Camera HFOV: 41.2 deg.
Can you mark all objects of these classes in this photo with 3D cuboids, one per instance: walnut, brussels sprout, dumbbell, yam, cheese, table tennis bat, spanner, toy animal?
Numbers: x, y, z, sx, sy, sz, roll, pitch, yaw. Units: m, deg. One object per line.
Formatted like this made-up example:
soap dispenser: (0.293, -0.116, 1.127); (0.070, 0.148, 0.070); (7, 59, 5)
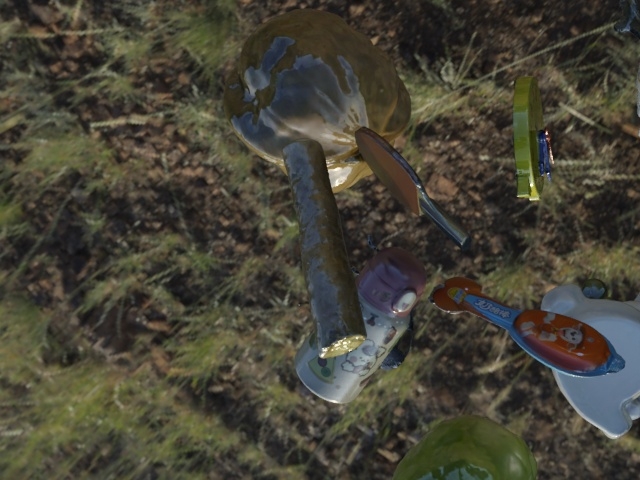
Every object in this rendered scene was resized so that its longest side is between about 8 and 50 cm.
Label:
walnut: (-0.007, -0.292, 1.734); (0.383, 0.383, 0.384); (19, 131, 23)
brussels sprout: (0.262, 0.451, 1.536); (0.243, 0.316, 0.274); (48, 129, 7)
dumbbell: (0.529, 0.114, 1.614); (0.046, 0.052, 0.118); (24, 170, 38)
yam: (0.000, 0.000, 1.072); (0.066, 0.066, 0.300); (-43, 50, 46)
cheese: (0.262, 0.108, 1.086); (0.256, 0.106, 0.037); (25, 127, 22)
table tennis bat: (0.118, -0.069, 1.122); (0.220, 0.019, 0.130); (47, 172, 25)
spanner: (0.461, -0.256, 1.147); (0.015, 0.254, 0.054); (3, 130, -18)
toy animal: (0.502, 0.164, 1.436); (0.196, 0.367, 0.241); (-45, 71, 25)

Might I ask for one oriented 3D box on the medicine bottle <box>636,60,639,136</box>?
medicine bottle: (0.564, -0.260, 1.439); (0.061, 0.092, 0.221); (11, 162, 18)

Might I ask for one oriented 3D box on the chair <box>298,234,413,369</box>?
chair: (0.086, 0.124, 1.569); (0.213, 0.149, 0.174); (48, 147, -15)

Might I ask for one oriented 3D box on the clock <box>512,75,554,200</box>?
clock: (0.492, -0.233, 1.951); (0.071, 0.277, 0.294); (-4, 95, 22)

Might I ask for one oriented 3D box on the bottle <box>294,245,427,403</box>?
bottle: (0.066, 0.121, 1.280); (0.120, 0.120, 0.253); (36, 118, 7)
